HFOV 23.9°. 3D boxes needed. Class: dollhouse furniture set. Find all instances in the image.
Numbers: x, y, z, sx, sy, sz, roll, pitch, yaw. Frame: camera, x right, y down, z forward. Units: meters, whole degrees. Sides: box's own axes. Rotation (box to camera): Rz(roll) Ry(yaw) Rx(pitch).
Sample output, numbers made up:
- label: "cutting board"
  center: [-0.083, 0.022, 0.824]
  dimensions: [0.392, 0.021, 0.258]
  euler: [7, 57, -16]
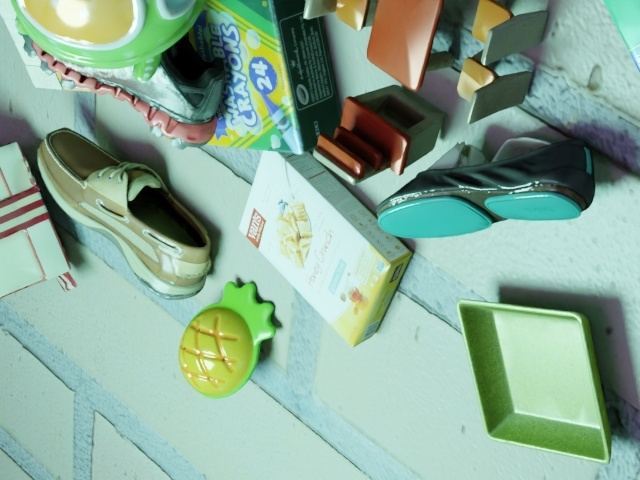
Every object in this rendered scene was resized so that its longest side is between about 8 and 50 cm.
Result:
- label: "dollhouse furniture set"
  center: [0.084, -0.199, 1.659]
  dimensions: [0.262, 0.135, 0.259]
  euler: [37, 134, 30]

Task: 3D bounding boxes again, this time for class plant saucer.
- label: "plant saucer"
  center: [0.257, 0.153, 1.751]
  dimensions: [0.188, 0.045, 0.188]
  euler: [5, 115, 47]

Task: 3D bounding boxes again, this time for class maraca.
- label: "maraca"
  center: [-0.134, 0.144, 2.163]
  dimensions: [0.127, 0.099, 0.186]
  euler: [45, 113, 18]

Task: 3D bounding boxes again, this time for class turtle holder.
- label: "turtle holder"
  center: [-0.221, -0.361, 1.727]
  dimensions: [0.243, 0.320, 0.227]
  euler: [41, 161, 12]

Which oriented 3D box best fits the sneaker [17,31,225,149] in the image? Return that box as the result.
- label: "sneaker"
  center: [-0.236, -0.230, 1.865]
  dimensions: [0.276, 0.097, 0.135]
  euler: [29, 122, -2]

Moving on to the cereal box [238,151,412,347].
- label: "cereal box"
  center: [0.000, 0.000, 1.954]
  dimensions: [0.240, 0.047, 0.173]
  euler: [44, 140, 22]

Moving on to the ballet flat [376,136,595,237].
- label: "ballet flat"
  center: [0.187, -0.061, 1.670]
  dimensions: [0.280, 0.096, 0.095]
  euler: [-5, 148, 41]

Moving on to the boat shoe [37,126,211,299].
- label: "boat shoe"
  center: [-0.272, -0.059, 2.192]
  dimensions: [0.324, 0.122, 0.120]
  euler: [42, 133, 13]

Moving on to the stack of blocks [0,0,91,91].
- label: "stack of blocks"
  center: [-0.348, -0.357, 1.952]
  dimensions: [0.087, 0.171, 0.297]
  euler: [6, 143, 19]

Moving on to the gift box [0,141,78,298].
- label: "gift box"
  center: [-0.545, 0.000, 2.412]
  dimensions: [0.276, 0.258, 0.255]
  euler: [-6, 107, 59]

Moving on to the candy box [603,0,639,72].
- label: "candy box"
  center: [0.367, -0.304, 1.287]
  dimensions: [0.317, 0.122, 0.268]
  euler: [-28, 89, 51]

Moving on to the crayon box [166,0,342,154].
- label: "crayon box"
  center: [-0.124, -0.227, 1.935]
  dimensions: [0.323, 0.083, 0.203]
  euler: [9, 118, 47]
